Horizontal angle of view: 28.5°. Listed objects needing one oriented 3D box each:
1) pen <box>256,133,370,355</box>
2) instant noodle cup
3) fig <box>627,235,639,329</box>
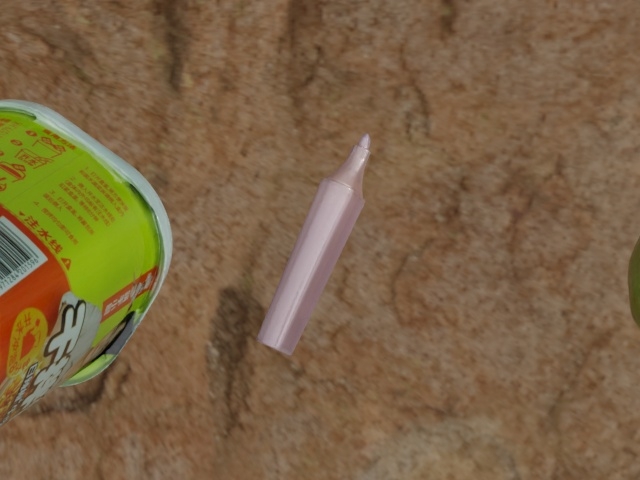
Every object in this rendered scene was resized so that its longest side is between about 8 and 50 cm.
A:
[{"bbox_3d":[0.000,0.000,1.054,0.197,0.032,0.053,-65,155,-7],"label":"pen"},{"bbox_3d":[-0.319,0.044,1.117,0.294,0.308,0.293,4,108,14],"label":"instant noodle cup"},{"bbox_3d":[0.410,0.031,1.398,0.167,0.167,0.233,-13,61,-15],"label":"fig"}]
